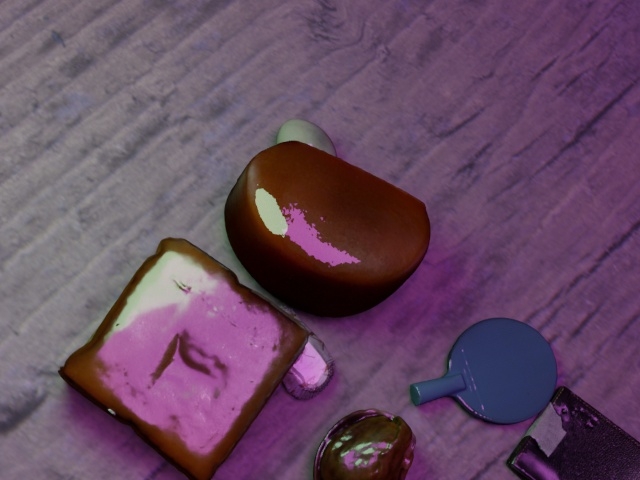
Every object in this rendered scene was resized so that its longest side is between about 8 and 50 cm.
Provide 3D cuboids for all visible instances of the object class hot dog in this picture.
[{"bbox_3d":[-0.052,0.207,1.911,0.108,0.059,0.191,-37,86,-14],"label":"hot dog"}]

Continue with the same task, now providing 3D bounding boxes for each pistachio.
[{"bbox_3d":[0.081,0.396,1.845,0.210,0.130,0.165,-25,83,-15],"label":"pistachio"}]

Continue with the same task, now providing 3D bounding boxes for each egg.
[{"bbox_3d":[-0.029,-0.175,2.024,0.114,0.114,0.152,-26,76,-23],"label":"egg"}]

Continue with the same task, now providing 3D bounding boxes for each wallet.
[{"bbox_3d":[0.525,0.443,1.996,0.262,0.071,0.221,40,65,7],"label":"wallet"}]

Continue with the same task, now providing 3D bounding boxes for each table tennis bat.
[{"bbox_3d":[0.327,0.268,2.012,0.329,0.044,0.215,-12,76,-22],"label":"table tennis bat"}]

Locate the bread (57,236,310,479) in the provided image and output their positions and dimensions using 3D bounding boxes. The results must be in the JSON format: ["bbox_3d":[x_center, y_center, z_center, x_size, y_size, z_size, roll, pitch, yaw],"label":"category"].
[{"bbox_3d":[-0.239,0.207,1.784,0.324,0.143,0.333,36,75,-2],"label":"bread"}]

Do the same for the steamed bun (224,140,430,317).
[{"bbox_3d":[0.000,0.000,1.901,0.379,0.235,0.248,25,60,-8],"label":"steamed bun"}]
